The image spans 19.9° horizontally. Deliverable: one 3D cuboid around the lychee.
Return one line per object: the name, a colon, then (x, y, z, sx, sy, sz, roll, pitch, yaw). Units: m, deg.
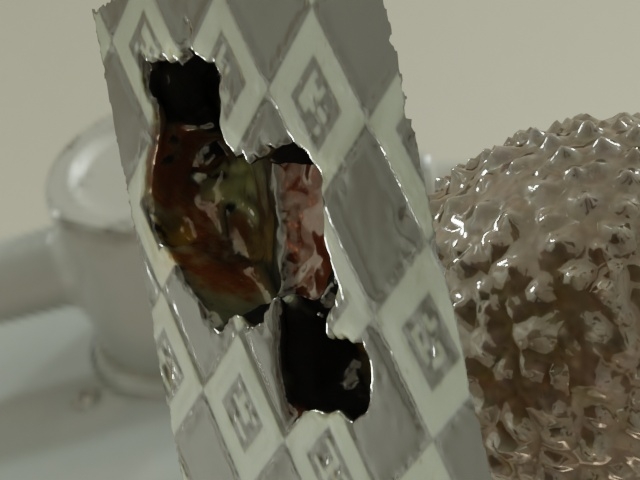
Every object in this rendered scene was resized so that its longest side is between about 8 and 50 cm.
lychee: (0.168, 0.056, 1.071, 0.300, 0.300, 0.300, 1, -56, 1)

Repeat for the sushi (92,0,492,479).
sushi: (0.000, 0.000, 0.822, 0.059, 0.292, 0.294, -10, -90, -29)
